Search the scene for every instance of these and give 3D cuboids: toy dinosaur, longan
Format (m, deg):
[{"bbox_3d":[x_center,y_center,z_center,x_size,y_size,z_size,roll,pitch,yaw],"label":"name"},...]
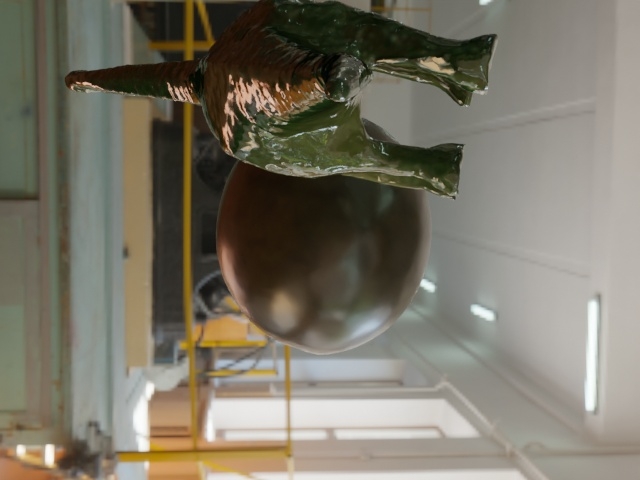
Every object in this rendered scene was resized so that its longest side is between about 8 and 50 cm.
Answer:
[{"bbox_3d":[-0.069,-0.090,0.475,0.447,0.301,0.087,-17,120,-82],"label":"toy dinosaur"},{"bbox_3d":[0.000,0.000,0.704,0.185,0.159,0.204,-95,-168,-44],"label":"longan"}]
